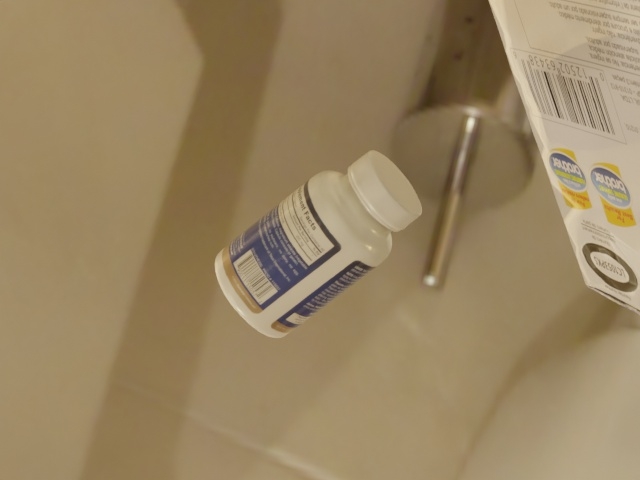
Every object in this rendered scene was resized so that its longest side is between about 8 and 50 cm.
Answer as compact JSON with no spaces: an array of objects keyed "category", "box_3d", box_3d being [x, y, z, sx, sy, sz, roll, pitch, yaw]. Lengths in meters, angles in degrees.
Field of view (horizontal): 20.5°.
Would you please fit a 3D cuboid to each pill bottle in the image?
[{"category":"pill bottle","box_3d":[0.000,0.000,1.066,0.120,0.067,0.067,-38,118,19]}]

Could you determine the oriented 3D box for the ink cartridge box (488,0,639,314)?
[{"category":"ink cartridge box","box_3d":[0.209,-0.088,0.862,0.151,0.270,0.395,-25,110,-13]}]
